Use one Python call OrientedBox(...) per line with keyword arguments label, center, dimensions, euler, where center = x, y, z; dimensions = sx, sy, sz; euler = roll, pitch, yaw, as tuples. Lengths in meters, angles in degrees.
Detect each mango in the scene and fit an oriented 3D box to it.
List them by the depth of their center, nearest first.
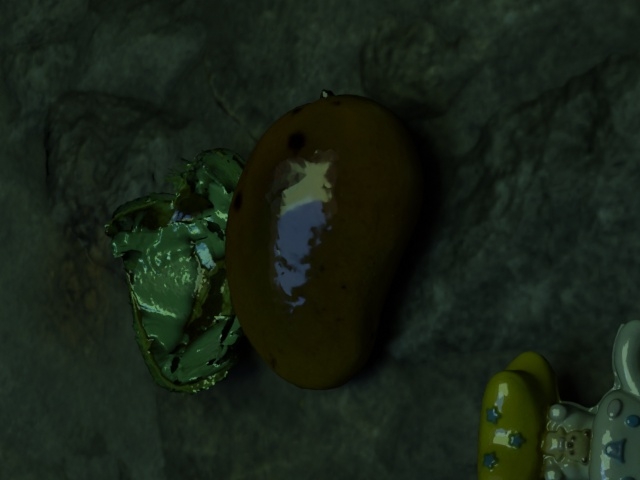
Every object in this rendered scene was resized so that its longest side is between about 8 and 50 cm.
OrientedBox(label="mango", center=(-0.002, -0.002, 1.084), dimensions=(0.115, 0.090, 0.178), euler=(24, 106, 25))

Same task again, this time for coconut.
OrientedBox(label="coconut", center=(-0.080, 0.015, 1.165), dimensions=(0.133, 0.055, 0.158), euler=(26, 97, 41))

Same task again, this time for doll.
OrientedBox(label="doll", center=(0.143, 0.120, 0.964), dimensions=(0.113, 0.071, 0.135), euler=(-20, 75, 16))
